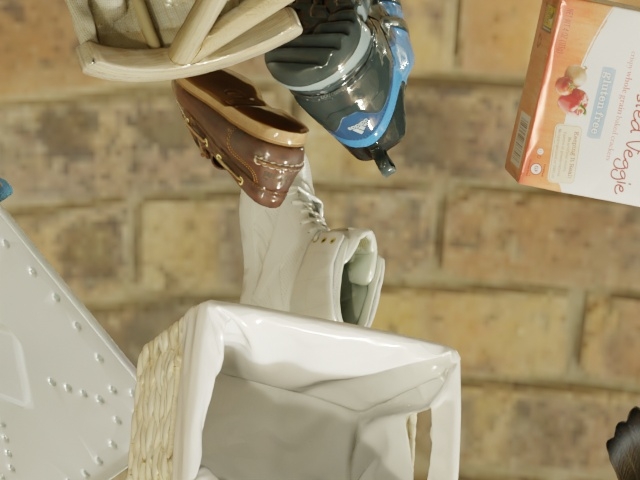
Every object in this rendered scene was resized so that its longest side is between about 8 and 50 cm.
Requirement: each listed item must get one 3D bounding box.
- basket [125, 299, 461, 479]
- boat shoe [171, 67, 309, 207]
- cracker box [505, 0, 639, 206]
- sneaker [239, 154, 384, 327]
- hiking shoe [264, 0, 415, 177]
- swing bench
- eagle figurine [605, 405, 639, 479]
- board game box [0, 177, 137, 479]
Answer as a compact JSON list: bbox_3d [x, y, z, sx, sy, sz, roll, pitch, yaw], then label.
[{"bbox_3d":[-0.018,0.107,1.045,0.167,0.113,0.103,13,161,-27],"label":"basket"},{"bbox_3d":[-0.076,-0.092,1.558,0.073,0.073,0.207,4,-158,-26],"label":"boat shoe"},{"bbox_3d":[0.281,-0.105,1.526,0.232,0.156,0.067,10,-168,-8],"label":"cracker box"},{"bbox_3d":[0.000,0.000,2.048,0.169,0.108,0.292,-23,-126,36],"label":"sneaker"},{"bbox_3d":[0.017,-0.183,1.527,0.113,0.132,0.304,-18,-143,21],"label":"hiking shoe"},{"bbox_3d":[-0.076,-0.277,1.282,0.165,0.255,0.253,-1,-117,-45],"label":"swing bench"},{"bbox_3d":[0.322,0.336,1.813,0.225,0.226,0.298,40,-121,-12],"label":"eagle figurine"},{"bbox_3d":[-0.367,0.124,2.171,0.390,0.390,0.050,51,-133,-1],"label":"board game box"}]
